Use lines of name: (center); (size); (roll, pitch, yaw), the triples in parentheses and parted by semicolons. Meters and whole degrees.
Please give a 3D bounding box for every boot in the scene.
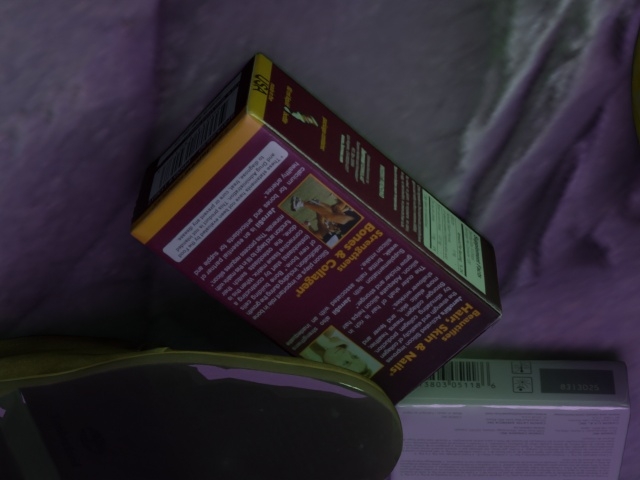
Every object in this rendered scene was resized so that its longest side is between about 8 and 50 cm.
boot: (-0.096, 0.090, 0.986); (0.305, 0.115, 0.112); (-2, 117, 17)

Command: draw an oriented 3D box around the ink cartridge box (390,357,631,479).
ink cartridge box: (0.115, 0.144, 1.082); (0.145, 0.045, 0.179); (1, 139, 1)

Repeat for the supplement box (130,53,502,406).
supplement box: (0.000, 0.000, 0.967); (0.188, 0.081, 0.104); (38, 115, -18)

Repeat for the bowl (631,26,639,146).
bowl: (0.314, -0.056, 0.880); (0.289, 0.156, 0.290); (1, 121, 1)
